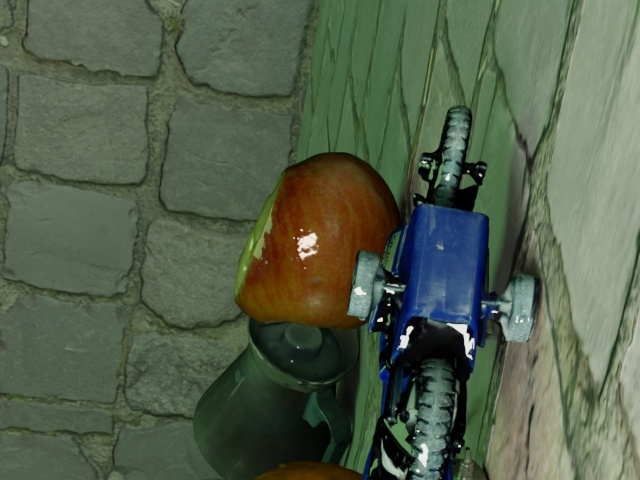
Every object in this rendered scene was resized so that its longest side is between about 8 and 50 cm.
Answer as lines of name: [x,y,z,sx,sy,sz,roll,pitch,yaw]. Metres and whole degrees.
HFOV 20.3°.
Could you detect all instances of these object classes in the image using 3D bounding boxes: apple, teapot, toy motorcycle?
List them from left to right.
teapot: [-0.039,0.187,2.052,0.203,0.171,0.225,57,145,29]
apple: [0.000,0.000,1.731,0.195,0.160,0.173,-176,89,-83]
toy motorcycle: [0.069,0.064,1.144,0.169,0.113,0.315,100,179,-49]

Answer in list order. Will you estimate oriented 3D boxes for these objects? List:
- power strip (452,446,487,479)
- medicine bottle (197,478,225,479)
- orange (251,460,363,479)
power strip: [0.084,0.238,1.192,0.080,0.029,0.226,-90,8,-69]
medicine bottle: [-0.150,0.515,2.464,0.208,0.208,0.339,102,173,-45]
orange: [-0.016,0.274,1.319,0.219,0.193,0.219,-45,-16,-16]
